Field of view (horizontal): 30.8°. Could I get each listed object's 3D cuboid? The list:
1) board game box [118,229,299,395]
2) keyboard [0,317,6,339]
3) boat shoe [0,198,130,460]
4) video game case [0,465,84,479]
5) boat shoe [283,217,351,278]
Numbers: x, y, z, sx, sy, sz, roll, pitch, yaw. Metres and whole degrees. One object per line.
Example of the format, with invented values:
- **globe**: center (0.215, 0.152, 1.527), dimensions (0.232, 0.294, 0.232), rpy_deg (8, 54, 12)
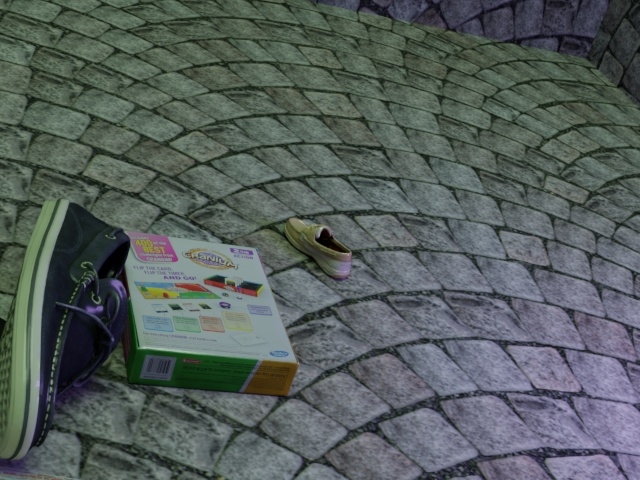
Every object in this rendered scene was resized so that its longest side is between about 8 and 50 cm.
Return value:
- **board game box**: center (-0.186, 0.105, 1.775), dimensions (0.242, 0.064, 0.316), rpy_deg (8, 29, -20)
- **keyboard**: center (-0.566, 0.094, 1.515), dimensions (0.317, 0.033, 0.201), rpy_deg (30, 25, -10)
- **boat shoe**: center (-0.337, 0.105, 1.540), dimensions (0.156, 0.186, 0.500), rpy_deg (18, 26, -13)
- **video game case**: center (-0.333, 0.289, 1.292), dimensions (0.227, 0.026, 0.206), rpy_deg (12, 0, -13)
- **boat shoe**: center (0.000, 0.000, 2.087), dimensions (0.063, 0.059, 0.170), rpy_deg (-11, 40, -44)
